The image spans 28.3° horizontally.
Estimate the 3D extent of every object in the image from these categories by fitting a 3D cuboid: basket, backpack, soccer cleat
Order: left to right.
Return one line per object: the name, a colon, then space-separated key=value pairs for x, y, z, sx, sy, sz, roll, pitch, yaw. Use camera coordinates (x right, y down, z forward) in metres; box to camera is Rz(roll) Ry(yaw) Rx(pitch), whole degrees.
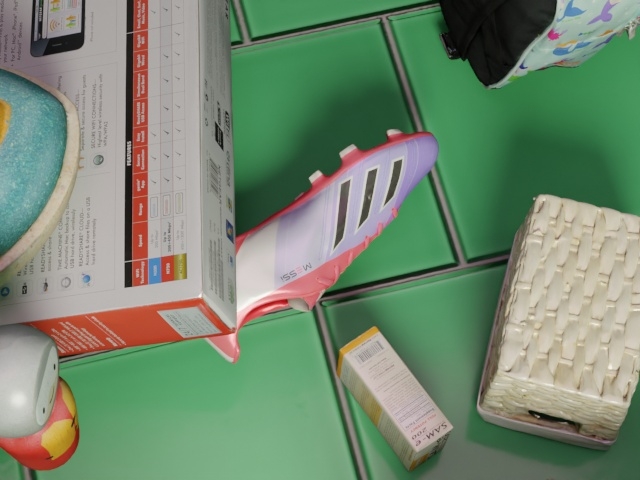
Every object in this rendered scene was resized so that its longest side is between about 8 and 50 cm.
soccer cleat: x=0.000 y=0.000 z=1.015 sx=0.248 sy=0.083 sz=0.095 roll=-31 pitch=81 yaw=-11
backpack: x=0.184 y=-0.258 z=1.014 sx=0.191 sy=0.253 sz=0.225 roll=-18 pitch=81 yaw=-5
basket: x=0.193 y=0.061 z=0.974 sx=0.113 sy=0.103 sz=0.167 roll=14 pitch=68 yaw=6

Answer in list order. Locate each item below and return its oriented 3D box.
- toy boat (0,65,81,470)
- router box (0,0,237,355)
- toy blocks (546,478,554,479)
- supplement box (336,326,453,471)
toy boat: x=-0.252 y=0.008 z=0.832 sx=0.267 sy=0.148 sz=0.318 roll=-32 pitch=68 yaw=-15
router box: x=-0.222 y=-0.078 z=1.001 sx=0.301 sy=0.082 sz=0.335 roll=-8 pitch=67 yaw=12
toy blocks: x=0.141 y=0.232 z=0.928 sx=0.148 sy=0.054 sz=0.123 roll=8 pitch=68 yaw=3
supplement box: x=0.055 y=0.121 z=0.969 sx=0.036 sy=0.062 sz=0.098 roll=-32 pitch=72 yaw=-15
